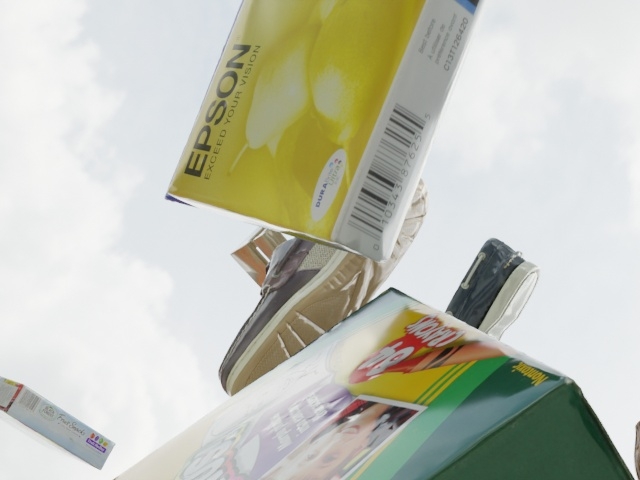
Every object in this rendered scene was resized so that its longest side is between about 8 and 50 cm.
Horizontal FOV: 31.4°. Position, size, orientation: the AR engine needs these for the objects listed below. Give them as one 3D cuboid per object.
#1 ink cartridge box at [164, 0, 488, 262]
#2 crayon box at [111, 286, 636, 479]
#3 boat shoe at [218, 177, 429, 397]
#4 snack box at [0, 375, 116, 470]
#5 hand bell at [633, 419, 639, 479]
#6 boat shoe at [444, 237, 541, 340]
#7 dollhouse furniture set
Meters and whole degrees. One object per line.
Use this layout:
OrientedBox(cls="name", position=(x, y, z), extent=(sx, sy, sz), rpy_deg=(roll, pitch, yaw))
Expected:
OrientedBox(cls="ink cartridge box", position=(-0.012, -0.157, 0.900), extent=(0.307, 0.072, 0.304), rpy_deg=(16, -96, 47))
OrientedBox(cls="crayon box", position=(-0.029, 0.167, 0.612), extent=(0.313, 0.363, 0.106), rpy_deg=(-33, -83, -5))
OrientedBox(cls="boat shoe", position=(-0.007, 0.039, 1.109), extent=(0.092, 0.285, 0.103), rpy_deg=(29, -16, 36))
OrientedBox(cls="snack box", position=(-0.299, 0.189, 1.207), extent=(0.100, 0.037, 0.141), rpy_deg=(9, -27, 46))
OrientedBox(cls="hand bell", position=(0.283, 0.243, 0.889), extent=(0.126, 0.242, 0.126), rpy_deg=(-3, -44, -3))
OrientedBox(cls="boat shoe", position=(0.155, 0.115, 1.322), extent=(0.079, 0.095, 0.254), rpy_deg=(38, -75, 28))
OrientedBox(cls="dollhouse furniture set", position=(0.000, 0.000, 1.454), extent=(0.123, 0.151, 0.144), rpy_deg=(49, -28, -8))
